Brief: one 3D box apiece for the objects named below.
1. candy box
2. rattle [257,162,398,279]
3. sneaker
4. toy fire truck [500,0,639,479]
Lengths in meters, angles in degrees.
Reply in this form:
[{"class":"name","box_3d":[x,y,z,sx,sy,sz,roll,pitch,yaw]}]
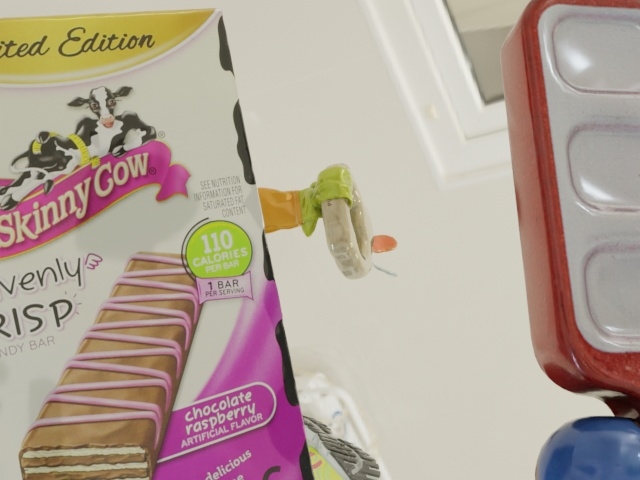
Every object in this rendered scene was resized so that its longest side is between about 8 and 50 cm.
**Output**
[{"class":"candy box","box_3d":[-0.101,0.028,0.356,0.159,0.071,0.234,-13,93,-31]},{"class":"rattle","box_3d":[0.000,0.000,0.934,0.130,0.142,0.199,64,7,14]},{"class":"sneaker","box_3d":[0.002,0.297,1.082,0.081,0.208,0.094,25,87,-29]},{"class":"toy fire truck","box_3d":[0.207,0.039,0.363,0.169,0.253,0.302,117,-26,-73]}]
